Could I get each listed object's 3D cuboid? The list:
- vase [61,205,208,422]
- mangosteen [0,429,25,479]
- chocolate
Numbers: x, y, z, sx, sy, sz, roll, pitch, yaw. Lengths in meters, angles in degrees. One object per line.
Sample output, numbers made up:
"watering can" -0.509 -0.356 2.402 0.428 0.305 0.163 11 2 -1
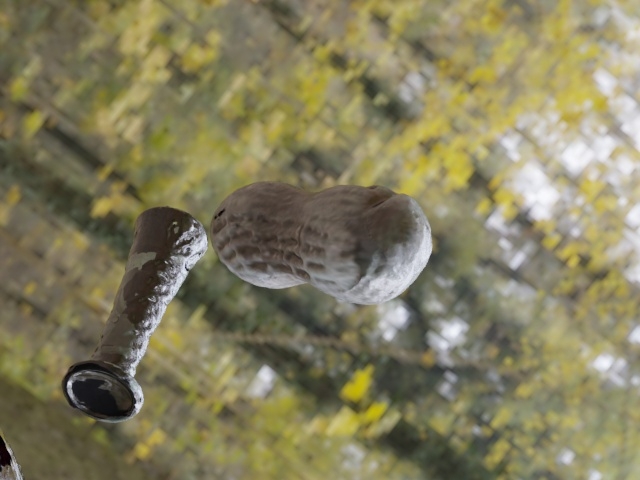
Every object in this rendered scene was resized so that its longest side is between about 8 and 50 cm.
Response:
"vase" -0.129 0.050 1.256 0.059 0.059 0.167 -43 -161 42
"mangosteen" -0.279 0.218 1.061 0.275 0.302 0.275 -37 -179 1
"chocolate" 0.000 0.000 1.569 0.248 0.110 0.110 5 -125 50
